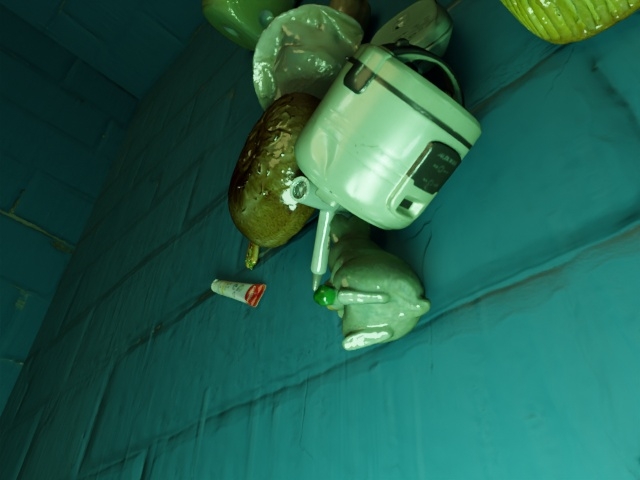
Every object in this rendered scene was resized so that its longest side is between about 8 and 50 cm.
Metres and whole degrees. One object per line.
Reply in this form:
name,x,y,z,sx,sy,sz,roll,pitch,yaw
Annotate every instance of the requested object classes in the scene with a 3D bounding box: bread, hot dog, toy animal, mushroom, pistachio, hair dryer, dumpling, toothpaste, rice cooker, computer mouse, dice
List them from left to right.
toothpaste,-0.174,0.104,1.066,0.190,0.031,0.048,3,60,52
dice,-0.254,-0.848,1.840,0.249,0.254,0.252,-61,33,-2
hot dog,-0.148,0.024,1.108,0.037,0.021,0.083,-36,35,31
mushroom,-0.072,-0.132,0.956,0.278,0.163,0.297,148,142,-72
dumpling,-0.037,-0.375,1.129,0.243,0.227,0.175,-65,17,-8
hair dryer,-0.006,0.000,0.840,0.044,0.155,0.183,18,92,41
pistachio,0.060,-0.525,1.242,0.126,0.108,0.185,-7,61,24
toy animal,0.062,0.044,0.736,0.251,0.127,0.125,-97,31,-63
rice cooker,0.100,-0.149,0.737,0.244,0.226,0.226,-56,30,13
computer mouse,0.164,-0.339,0.918,0.160,0.097,0.288,-26,29,25
bread,0.353,-0.395,0.695,0.227,0.142,0.253,-45,36,16
